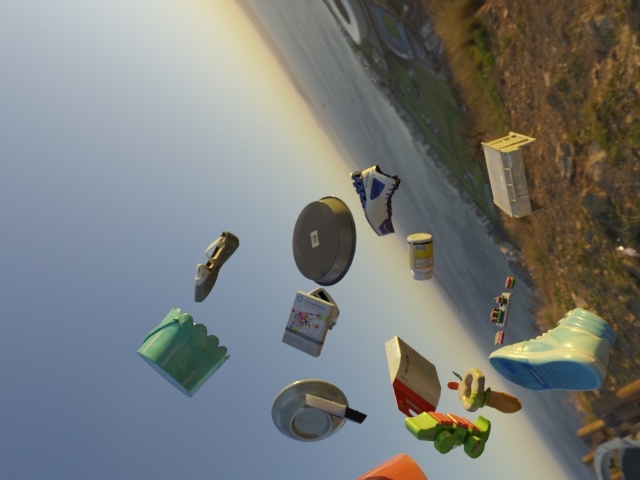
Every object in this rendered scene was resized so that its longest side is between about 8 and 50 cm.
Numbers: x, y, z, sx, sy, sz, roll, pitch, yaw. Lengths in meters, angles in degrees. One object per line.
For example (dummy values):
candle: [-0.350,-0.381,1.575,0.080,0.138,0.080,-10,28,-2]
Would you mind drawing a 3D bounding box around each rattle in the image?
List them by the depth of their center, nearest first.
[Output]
rattle: [0.487,0.454,1.236,0.200,0.142,0.130,91,175,-70]

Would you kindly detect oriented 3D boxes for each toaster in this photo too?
toaster: [-0.001,0.325,1.975,0.227,0.129,0.146,56,155,19]

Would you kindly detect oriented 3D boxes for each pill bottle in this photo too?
pill bottle: [0.485,0.080,1.967,0.119,0.119,0.209,-90,-6,-75]

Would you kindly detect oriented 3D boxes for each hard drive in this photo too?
hard drive: [0.063,0.752,1.817,0.172,0.254,0.054,37,-118,-35]

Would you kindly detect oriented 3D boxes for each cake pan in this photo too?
cake pan: [0.000,0.000,1.302,0.054,0.293,0.293,4,-137,-37]

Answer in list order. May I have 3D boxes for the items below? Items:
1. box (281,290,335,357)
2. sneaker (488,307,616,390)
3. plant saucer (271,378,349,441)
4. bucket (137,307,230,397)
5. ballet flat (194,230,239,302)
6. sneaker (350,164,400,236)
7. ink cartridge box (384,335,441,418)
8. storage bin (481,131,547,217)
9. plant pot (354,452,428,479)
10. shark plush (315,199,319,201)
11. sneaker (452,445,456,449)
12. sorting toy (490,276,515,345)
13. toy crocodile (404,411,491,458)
box: [-0.042,0.288,1.412,0.145,0.186,0.038,18,180,26]
sneaker: [0.603,0.274,1.052,0.127,0.208,0.319,50,155,-5]
plant saucer: [-0.050,0.887,2.045,0.401,0.400,0.100,53,-170,-19]
bucket: [-0.473,0.388,1.402,0.281,0.183,0.281,28,147,20]
ballet flat: [-0.305,0.067,1.130,0.072,0.213,0.068,11,155,51]
sneaker: [0.264,-0.183,1.713,0.127,0.182,0.316,-15,-99,-65]
ink cartridge box: [0.450,0.670,1.888,0.308,0.091,0.385,41,-158,-21]
storage bin: [0.721,-0.247,1.520,0.260,0.123,0.263,-77,-30,-69]
plant pot: [0.189,0.820,1.220,0.275,0.243,0.275,173,90,-71]
shark plush: [-0.017,-0.105,1.842,0.073,0.161,0.067,5,-178,-27]
sneaker: [0.635,0.911,1.876,0.054,0.152,0.061,61,-179,36]
sorting toy: [0.704,0.278,1.604,0.046,0.275,0.132,12,177,15]
toy crocodile: [0.400,0.580,1.251,0.340,0.105,0.115,21,-179,-26]
